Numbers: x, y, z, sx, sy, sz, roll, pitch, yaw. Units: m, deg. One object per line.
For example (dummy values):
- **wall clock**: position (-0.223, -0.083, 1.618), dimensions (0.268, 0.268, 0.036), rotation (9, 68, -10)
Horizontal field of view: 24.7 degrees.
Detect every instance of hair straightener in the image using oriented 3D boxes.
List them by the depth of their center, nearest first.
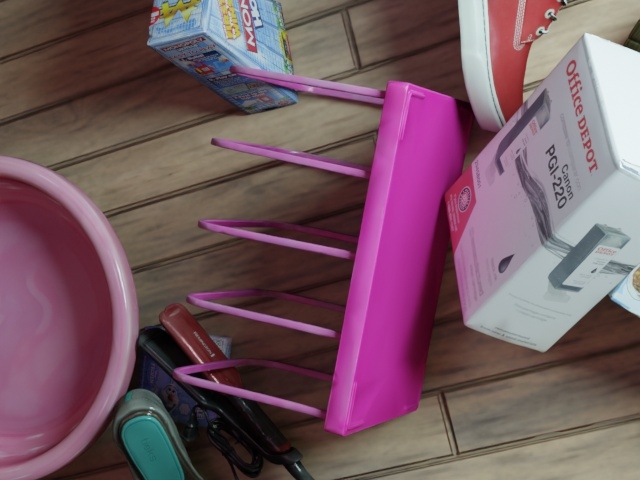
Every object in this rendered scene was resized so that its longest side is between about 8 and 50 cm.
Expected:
- **hair straightener**: position (-0.091, 0.169, 1.407), dimensions (0.230, 0.047, 0.089), rotation (46, 124, 0)

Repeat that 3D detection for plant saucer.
- **plant saucer**: position (-0.324, 0.080, 1.481), dimensions (0.332, 0.084, 0.332), rotation (0, 89, 21)

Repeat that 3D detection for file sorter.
- **file sorter**: position (0.000, 0.000, 1.299), dimensions (0.182, 0.202, 0.290), rotation (12, 94, 21)

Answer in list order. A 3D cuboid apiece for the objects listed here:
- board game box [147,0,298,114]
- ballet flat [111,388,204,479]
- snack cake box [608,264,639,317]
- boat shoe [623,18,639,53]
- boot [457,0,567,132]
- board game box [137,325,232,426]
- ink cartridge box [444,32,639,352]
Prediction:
- **board game box**: position (-0.097, -0.221, 1.337), dimensions (0.060, 0.194, 0.194), rotation (-12, 87, 20)
- **ballet flat**: position (-0.143, 0.237, 1.419), dimensions (0.072, 0.068, 0.213), rotation (-20, 112, -2)
- **snack cake box**: position (0.365, -0.030, 1.198), dimensions (0.152, 0.089, 0.264), rotation (31, 102, -6)
- **boat shoe**: position (0.292, -0.112, 1.258), dimensions (0.080, 0.073, 0.223), rotation (42, 114, 55)
- **boot**: position (0.206, -0.207, 1.253), dimensions (0.176, 0.088, 0.244), rotation (-3, 121, 9)
- **board game box**: position (-0.135, 0.134, 1.444), dimensions (0.090, 0.020, 0.090), rotation (6, 93, 19)
- **ink cartridge box**: position (0.202, -0.036, 1.202), dimensions (0.218, 0.092, 0.158), rotation (-49, 32, 39)
